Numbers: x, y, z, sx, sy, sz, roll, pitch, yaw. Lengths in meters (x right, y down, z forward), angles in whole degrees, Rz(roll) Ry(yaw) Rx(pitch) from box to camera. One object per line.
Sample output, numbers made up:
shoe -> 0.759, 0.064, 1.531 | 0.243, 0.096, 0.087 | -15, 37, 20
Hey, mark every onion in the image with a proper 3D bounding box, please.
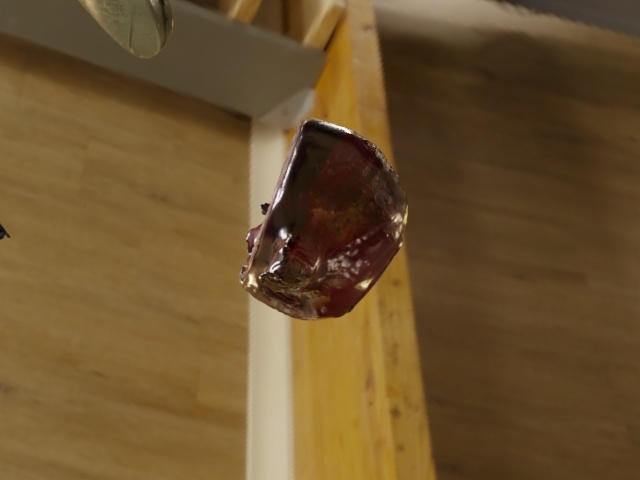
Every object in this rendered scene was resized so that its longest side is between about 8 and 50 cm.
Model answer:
onion -> 0.000, 0.000, 1.195 | 0.140, 0.195, 0.218 | 29, -158, -7

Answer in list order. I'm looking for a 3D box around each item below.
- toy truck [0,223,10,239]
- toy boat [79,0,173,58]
toy truck -> -0.367, -0.024, 1.174 | 0.126, 0.113, 0.208 | 58, 171, -13
toy boat -> -0.267, -0.345, 1.649 | 0.141, 0.319, 0.092 | 18, -116, 21
